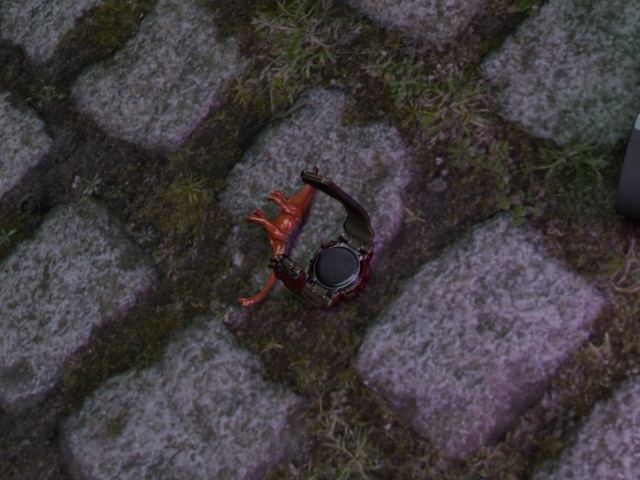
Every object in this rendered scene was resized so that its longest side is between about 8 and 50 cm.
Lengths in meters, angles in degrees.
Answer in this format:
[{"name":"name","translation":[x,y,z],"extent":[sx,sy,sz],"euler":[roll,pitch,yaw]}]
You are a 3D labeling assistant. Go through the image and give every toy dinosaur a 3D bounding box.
[{"name":"toy dinosaur","translation":[-0.075,-0.018,1.419],"extent":[0.101,0.055,0.280],"euler":[33,75,4]}]

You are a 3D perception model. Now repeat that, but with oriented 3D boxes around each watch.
[{"name":"watch","translation":[-0.001,0.007,1.267],"extent":[0.102,0.268,0.165],"euler":[31,87,27]}]

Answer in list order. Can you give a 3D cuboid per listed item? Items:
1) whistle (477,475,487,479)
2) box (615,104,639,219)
[{"name":"whistle","translation":[0.171,0.402,1.154],"extent":[0.039,0.039,0.186],"euler":[39,82,28]},{"name":"box","translation":[0.520,-0.126,1.189],"extent":[0.149,0.226,0.226],"euler":[17,71,23]}]
